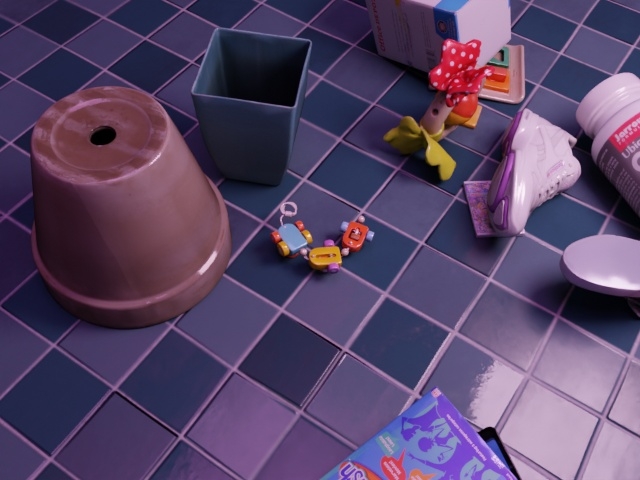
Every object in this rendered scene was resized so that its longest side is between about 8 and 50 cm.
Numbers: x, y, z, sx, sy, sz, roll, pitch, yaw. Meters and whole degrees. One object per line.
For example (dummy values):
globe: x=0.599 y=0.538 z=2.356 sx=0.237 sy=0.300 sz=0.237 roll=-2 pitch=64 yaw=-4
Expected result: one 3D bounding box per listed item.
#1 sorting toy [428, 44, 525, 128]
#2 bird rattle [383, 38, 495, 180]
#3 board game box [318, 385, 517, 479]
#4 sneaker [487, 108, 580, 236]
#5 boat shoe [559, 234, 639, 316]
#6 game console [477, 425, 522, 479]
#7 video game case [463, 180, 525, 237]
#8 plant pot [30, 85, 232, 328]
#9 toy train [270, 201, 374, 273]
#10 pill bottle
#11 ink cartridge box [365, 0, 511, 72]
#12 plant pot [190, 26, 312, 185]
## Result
sorting toy: x=0.332 y=-0.373 z=1.431 sx=0.196 sy=0.047 sz=0.347 roll=9 pitch=55 yaw=3
bird rattle: x=0.230 y=-0.254 z=1.237 sx=0.143 sy=0.253 sz=0.207 roll=31 pitch=35 yaw=17
board game box: x=0.126 y=0.322 z=0.902 sx=0.210 sy=0.047 sz=0.160 roll=-37 pitch=61 yaw=-8
sneaker: x=0.387 y=-0.117 z=1.205 sx=0.152 sy=0.114 sz=0.305 roll=24 pitch=52 yaw=3
boat shoe: x=0.524 y=0.060 z=1.106 sx=0.307 sy=0.104 sz=0.113 roll=-3 pitch=51 yaw=-13
game console: x=0.204 y=0.328 z=0.917 sx=0.107 sy=0.071 sz=0.122 roll=-7 pitch=54 yaw=-25
video game case: x=0.313 y=-0.058 z=1.232 sx=0.087 sy=0.011 sz=0.121 roll=-2 pitch=55 yaw=-4
plant pot: x=-0.305 y=-0.068 z=1.045 sx=0.324 sy=0.280 sz=0.323 roll=2 pitch=56 yaw=-2
toy train: x=0.000 y=0.000 z=1.157 sx=0.167 sy=0.046 sz=0.125 roll=17 pitch=55 yaw=5
pill bottle: x=0.600 y=-0.146 z=1.208 sx=0.177 sy=0.176 sz=0.318 roll=-17 pitch=58 yaw=-15
ink cartridge box: x=0.235 y=-0.456 z=1.366 sx=0.233 sy=0.171 sz=0.168 roll=32 pitch=67 yaw=35
plant pot: x=-0.114 y=-0.213 z=1.181 sx=0.166 sy=0.234 sz=0.165 roll=9 pitch=55 yaw=2
